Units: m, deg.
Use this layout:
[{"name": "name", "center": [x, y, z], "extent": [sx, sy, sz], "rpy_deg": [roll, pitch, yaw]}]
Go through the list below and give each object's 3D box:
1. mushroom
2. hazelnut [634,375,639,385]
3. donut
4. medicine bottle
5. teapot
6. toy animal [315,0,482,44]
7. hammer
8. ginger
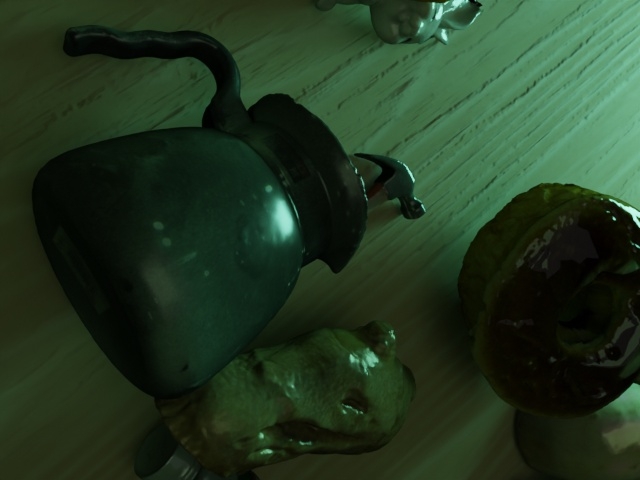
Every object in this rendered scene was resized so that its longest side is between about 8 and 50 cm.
[{"name": "mushroom", "center": [0.415, 0.282, 0.989], "extent": [0.173, 0.162, 0.236], "rpy_deg": [-7, 102, -31]}, {"name": "hazelnut", "center": [0.641, 0.239, 1.110], "extent": [0.181, 0.181, 0.212], "rpy_deg": [21, 99, -53]}, {"name": "donut", "center": [0.328, 0.074, 0.887], "extent": [0.330, 0.160, 0.330], "rpy_deg": [-6, 117, -12]}, {"name": "medicine bottle", "center": [-0.130, 0.255, 0.703], "extent": [0.080, 0.080, 0.130], "rpy_deg": [-48, 119, -14]}, {"name": "teapot", "center": [-0.110, -0.043, 0.622], "extent": [0.285, 0.305, 0.223], "rpy_deg": [-30, 153, -31]}, {"name": "toy animal", "center": [0.102, -0.269, 0.715], "extent": [0.181, 0.131, 0.127], "rpy_deg": [28, 49, -18]}, {"name": "hammer", "center": [0.000, 0.000, 0.760], "extent": [0.287, 0.033, 0.111], "rpy_deg": [-39, 117, -19]}, {"name": "ginger", "center": [-0.017, 0.170, 0.703], "extent": [0.354, 0.126, 0.190], "rpy_deg": [1, 128, -44]}]
